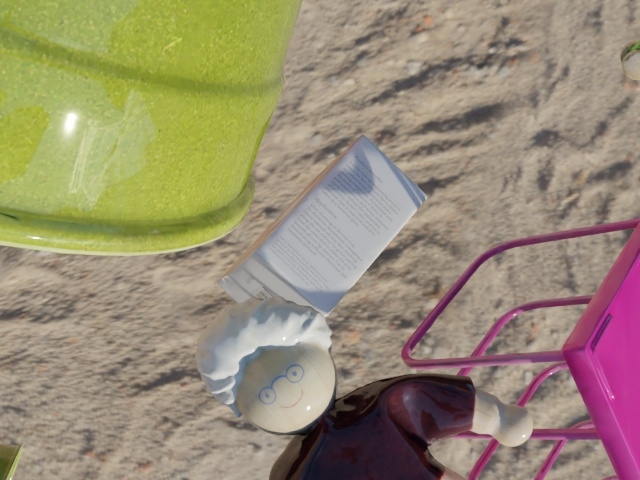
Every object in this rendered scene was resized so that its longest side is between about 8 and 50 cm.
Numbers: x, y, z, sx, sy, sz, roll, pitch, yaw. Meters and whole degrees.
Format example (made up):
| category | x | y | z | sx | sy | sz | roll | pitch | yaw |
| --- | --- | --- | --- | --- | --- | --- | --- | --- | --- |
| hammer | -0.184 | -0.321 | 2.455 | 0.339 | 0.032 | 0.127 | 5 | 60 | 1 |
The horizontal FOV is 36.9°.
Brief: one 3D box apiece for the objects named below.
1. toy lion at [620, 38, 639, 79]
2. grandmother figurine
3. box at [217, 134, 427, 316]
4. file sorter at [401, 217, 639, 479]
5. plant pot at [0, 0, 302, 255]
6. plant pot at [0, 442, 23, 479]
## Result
| category | x | y | z | sx | sy | sz | roll | pitch | yaw |
| --- | --- | --- | --- | --- | --- | --- | --- | --- | --- |
| toy lion | 0.297 | -0.168 | 0.756 | 0.096 | 0.034 | 0.100 | 16 | 119 | 4 |
| grandmother figurine | 0.051 | 0.171 | 0.624 | 0.208 | 0.104 | 0.342 | -41 | 88 | -16 |
| box | 0.000 | 0.000 | 0.943 | 0.091 | 0.130 | 0.170 | 44 | 62 | -4 |
| file sorter | 0.221 | 0.153 | 0.779 | 0.202 | 0.182 | 0.290 | -43 | 113 | -42 |
| plant pot | -0.126 | -0.238 | 0.423 | 0.367 | 0.366 | 0.353 | 20 | 110 | -21 |
| plant pot | -0.269 | 0.175 | 0.698 | 0.079 | 0.083 | 0.083 | 22 | 76 | -10 |
